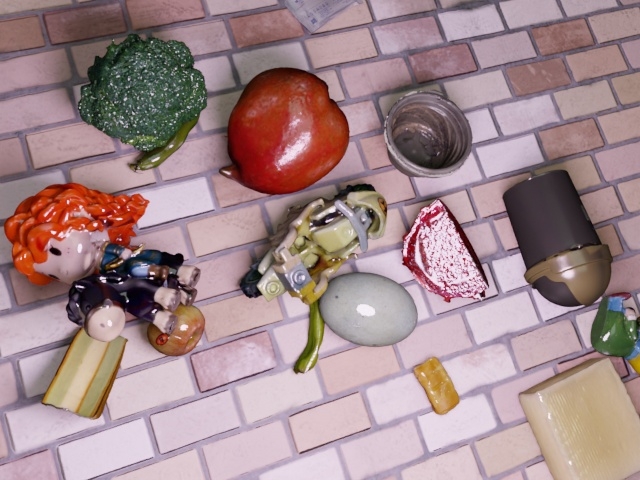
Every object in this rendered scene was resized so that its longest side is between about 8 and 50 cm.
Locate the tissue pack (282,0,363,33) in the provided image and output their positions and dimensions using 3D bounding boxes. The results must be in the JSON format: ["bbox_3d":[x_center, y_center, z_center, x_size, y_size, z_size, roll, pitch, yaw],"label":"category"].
[{"bbox_3d":[0.007,-0.641,1.926,0.193,0.026,0.123,-37,85,-19],"label":"tissue pack"}]

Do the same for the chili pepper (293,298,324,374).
[{"bbox_3d":[-0.018,0.216,1.683,0.050,0.051,0.202,26,65,-43],"label":"chili pepper"}]

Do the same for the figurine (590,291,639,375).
[{"bbox_3d":[0.815,0.246,1.838,0.234,0.127,0.185,20,64,4],"label":"figurine"}]

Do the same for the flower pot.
[{"bbox_3d":[0.253,-0.247,1.820,0.235,0.140,0.236,4,73,-13],"label":"flower pot"}]

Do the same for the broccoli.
[{"bbox_3d":[-0.411,-0.345,1.647,0.294,0.245,0.265,-21,122,-12],"label":"broccoli"}]

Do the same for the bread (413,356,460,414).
[{"bbox_3d":[0.276,0.345,1.714,0.074,0.053,0.132,-25,84,-18],"label":"bread"}]

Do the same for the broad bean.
[{"bbox_3d":[-0.354,-0.252,1.730,0.065,0.046,0.255,32,71,11],"label":"broad bean"}]

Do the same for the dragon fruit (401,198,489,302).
[{"bbox_3d":[0.309,0.035,1.762,0.189,0.163,0.262,-27,86,-47],"label":"dragon fruit"}]

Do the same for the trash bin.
[{"bbox_3d":[0.591,0.009,1.796,0.214,0.214,0.334,-15,74,-16],"label":"trash bin"}]

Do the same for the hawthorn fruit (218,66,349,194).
[{"bbox_3d":[-0.074,-0.248,1.682,0.294,0.295,0.312,21,73,-7],"label":"hawthorn fruit"}]

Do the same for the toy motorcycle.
[{"bbox_3d":[0.000,0.000,1.654,0.410,0.237,0.169,-41,109,-18],"label":"toy motorcycle"}]

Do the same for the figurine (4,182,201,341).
[{"bbox_3d":[-0.448,0.049,1.503,0.306,0.241,0.412,-32,64,-27],"label":"figurine"}]

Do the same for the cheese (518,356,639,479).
[{"bbox_3d":[0.640,0.447,1.735,0.242,0.124,0.266,-21,82,-13],"label":"cheese"}]

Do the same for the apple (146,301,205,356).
[{"bbox_3d":[-0.316,0.192,1.583,0.102,0.126,0.126,32,70,17],"label":"apple"}]

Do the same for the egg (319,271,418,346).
[{"bbox_3d":[0.112,0.159,1.664,0.236,0.169,0.169,15,73,-17],"label":"egg"}]

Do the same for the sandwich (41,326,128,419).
[{"bbox_3d":[-0.486,0.271,1.511,0.117,0.144,0.187,20,72,-10],"label":"sandwich"}]
